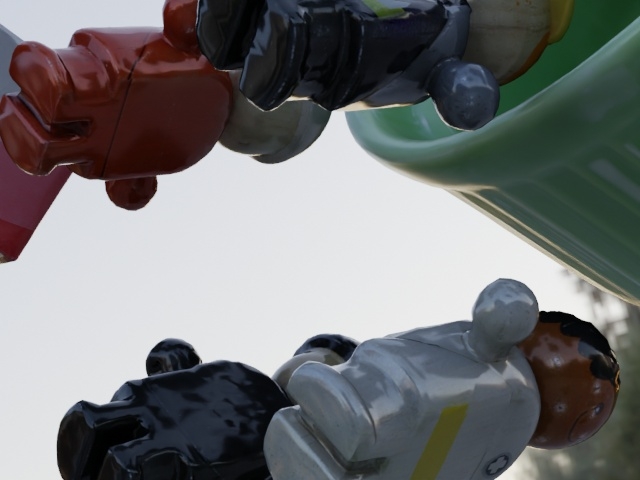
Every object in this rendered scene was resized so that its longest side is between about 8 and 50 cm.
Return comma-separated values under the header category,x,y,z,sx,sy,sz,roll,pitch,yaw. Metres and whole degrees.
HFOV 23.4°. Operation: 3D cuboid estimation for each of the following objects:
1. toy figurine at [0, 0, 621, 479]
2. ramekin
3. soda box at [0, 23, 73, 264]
category,x,y,z,sx,sy,sz,roll,pitch,yaw
toy figurine,0.000,0.000,0.564,0.148,0.213,0.209,-8,-4,-41
ramekin,0.163,-0.117,0.650,0.148,0.303,0.303,36,-43,-22
soda box,-0.229,-0.096,0.685,0.263,0.092,0.083,36,-19,-20
